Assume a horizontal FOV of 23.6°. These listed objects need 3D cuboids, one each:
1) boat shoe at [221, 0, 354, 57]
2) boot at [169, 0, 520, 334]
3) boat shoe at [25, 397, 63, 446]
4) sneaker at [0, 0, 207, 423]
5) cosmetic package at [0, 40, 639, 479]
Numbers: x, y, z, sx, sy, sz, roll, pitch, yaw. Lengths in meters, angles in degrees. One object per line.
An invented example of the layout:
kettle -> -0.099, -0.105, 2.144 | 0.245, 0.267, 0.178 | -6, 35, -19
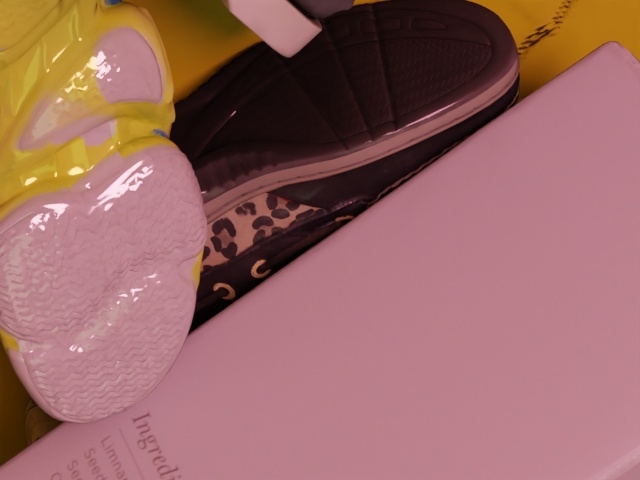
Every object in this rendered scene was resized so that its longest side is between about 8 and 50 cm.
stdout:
boat shoe -> -0.026, -0.144, 0.476 | 0.099, 0.116, 0.319 | -39, 168, 4
boot -> -0.001, -0.001, 0.710 | 0.236, 0.085, 0.178 | -25, 137, 8
boat shoe -> -0.139, 0.127, 0.827 | 0.035, 0.035, 0.100 | -6, 132, -4
sneaker -> -0.110, -0.052, 0.606 | 0.091, 0.126, 0.240 | -13, 116, -24
cosmetic package -> 0.012, 0.145, 0.686 | 0.453, 0.161, 0.230 | -36, 146, 4
